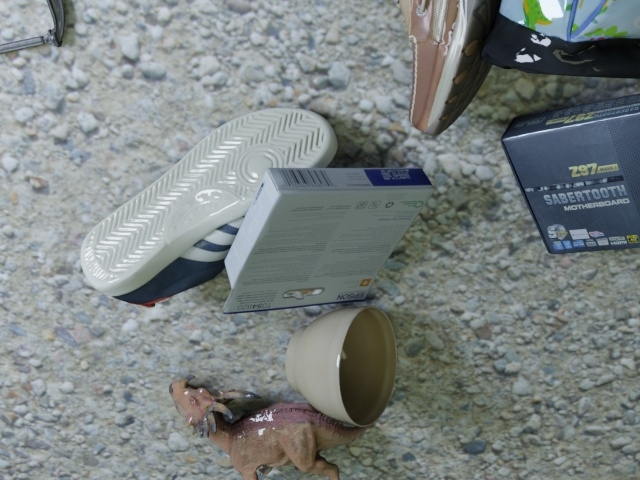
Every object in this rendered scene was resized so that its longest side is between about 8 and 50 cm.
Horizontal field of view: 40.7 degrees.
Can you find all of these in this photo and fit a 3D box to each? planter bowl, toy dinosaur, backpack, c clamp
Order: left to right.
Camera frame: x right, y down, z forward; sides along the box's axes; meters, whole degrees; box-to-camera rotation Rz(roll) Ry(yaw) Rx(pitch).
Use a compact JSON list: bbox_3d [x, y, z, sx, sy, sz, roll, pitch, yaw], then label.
[{"bbox_3d":[-0.372,-0.250,1.028,0.161,0.022,0.137,-14,113,11],"label":"c clamp"},{"bbox_3d":[-0.069,0.279,1.259,0.296,0.127,0.200,-9,112,0],"label":"toy dinosaur"},{"bbox_3d":[0.020,0.167,1.182,0.109,0.162,0.162,1,123,31],"label":"planter bowl"},{"bbox_3d":[0.335,-0.335,0.838,0.290,0.273,0.355,-1,106,-18],"label":"backpack"}]

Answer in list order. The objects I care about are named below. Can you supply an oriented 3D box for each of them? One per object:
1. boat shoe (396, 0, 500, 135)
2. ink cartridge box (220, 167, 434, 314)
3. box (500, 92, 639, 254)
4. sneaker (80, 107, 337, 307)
[{"bbox_3d":[0.143,-0.276,0.954,0.117,0.123,0.324,26,122,24],"label":"boat shoe"},{"bbox_3d":[0.000,0.000,1.071,0.224,0.045,0.224,-3,140,-32],"label":"ink cartridge box"},{"bbox_3d":[0.354,-0.077,1.021,0.233,0.059,0.183,-6,123,39],"label":"box"},{"bbox_3d":[-0.126,-0.034,1.095,0.350,0.131,0.148,-31,151,3],"label":"sneaker"}]
